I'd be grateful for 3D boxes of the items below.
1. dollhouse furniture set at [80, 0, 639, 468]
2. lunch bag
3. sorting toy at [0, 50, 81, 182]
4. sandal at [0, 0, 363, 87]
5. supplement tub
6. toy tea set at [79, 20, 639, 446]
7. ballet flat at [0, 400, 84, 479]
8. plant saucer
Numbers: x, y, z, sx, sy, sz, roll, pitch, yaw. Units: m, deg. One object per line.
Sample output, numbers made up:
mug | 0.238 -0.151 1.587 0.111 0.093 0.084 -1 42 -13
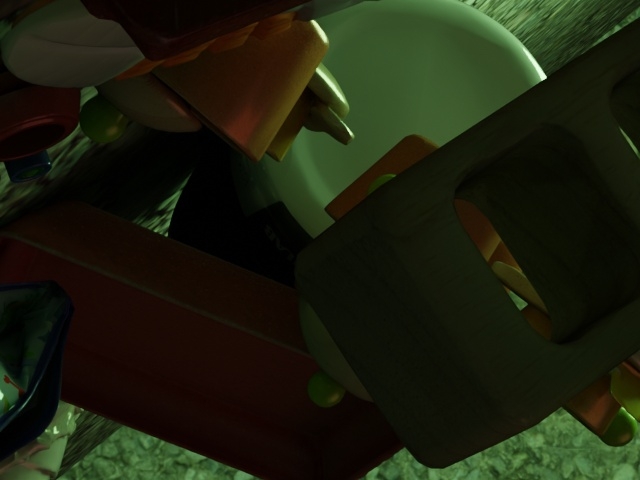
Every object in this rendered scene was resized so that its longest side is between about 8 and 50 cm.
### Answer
dollhouse furniture set | 0.091 -0.048 0.368 0.152 0.374 0.201 -32 173 -34
lunch bag | -0.205 0.085 0.968 0.129 0.096 0.151 -35 -175 32
sorting toy | -0.132 -0.044 0.715 0.102 0.042 0.061 -29 166 30
sandal | -0.009 -0.119 0.681 0.265 0.076 0.102 -21 -179 -38
supplement tub | 0.013 -0.012 1.175 0.193 0.193 0.316 -38 176 -24
toy tea set | 0.000 0.000 0.856 0.124 0.336 0.200 -50 -147 -1
ballet flat | -0.280 0.203 1.263 0.409 0.147 0.147 -39 175 -23
plant saucer | -0.075 0.064 1.103 0.258 0.259 0.048 130 -18 -66
